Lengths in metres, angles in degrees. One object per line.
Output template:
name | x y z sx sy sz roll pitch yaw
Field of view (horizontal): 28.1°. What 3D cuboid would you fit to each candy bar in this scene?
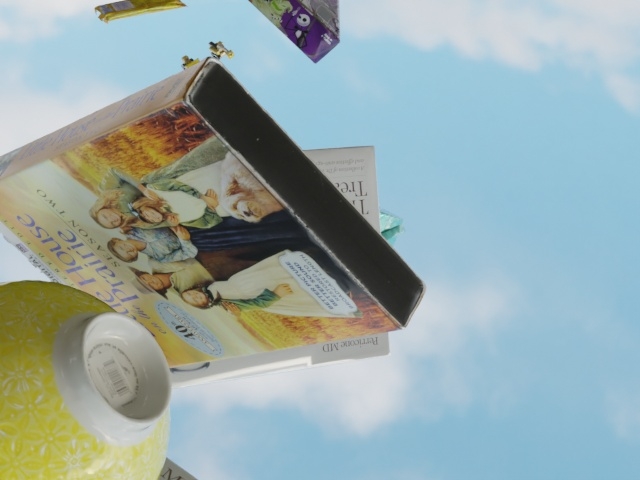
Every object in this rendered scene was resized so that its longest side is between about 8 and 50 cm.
candy bar | -0.284 -0.370 2.019 0.161 0.018 0.040 -20 -122 -37

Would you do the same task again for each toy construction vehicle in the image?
toy construction vehicle | -0.219 -0.352 2.460 0.086 0.035 0.098 -34 -143 -14

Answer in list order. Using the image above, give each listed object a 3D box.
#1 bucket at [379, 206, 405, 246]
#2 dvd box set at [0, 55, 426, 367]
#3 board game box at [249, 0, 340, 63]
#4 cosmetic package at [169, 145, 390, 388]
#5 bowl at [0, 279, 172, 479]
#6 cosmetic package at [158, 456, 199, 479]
bucket | 0.000 0.000 2.182 0.281 0.183 0.281 23 -175 -2
dvd box set | -0.141 -0.003 1.269 0.420 0.307 0.062 -14 -143 48
board game box | -0.110 -0.372 1.471 0.347 0.056 0.208 41 -159 -24
cosmetic package | -0.102 0.030 1.630 0.377 0.284 0.097 -6 -175 -26
bowl | -0.237 0.151 1.222 0.156 0.289 0.289 -28 -160 30
cosmetic package | -0.314 0.398 1.384 0.230 0.161 0.453 33 -146 11
